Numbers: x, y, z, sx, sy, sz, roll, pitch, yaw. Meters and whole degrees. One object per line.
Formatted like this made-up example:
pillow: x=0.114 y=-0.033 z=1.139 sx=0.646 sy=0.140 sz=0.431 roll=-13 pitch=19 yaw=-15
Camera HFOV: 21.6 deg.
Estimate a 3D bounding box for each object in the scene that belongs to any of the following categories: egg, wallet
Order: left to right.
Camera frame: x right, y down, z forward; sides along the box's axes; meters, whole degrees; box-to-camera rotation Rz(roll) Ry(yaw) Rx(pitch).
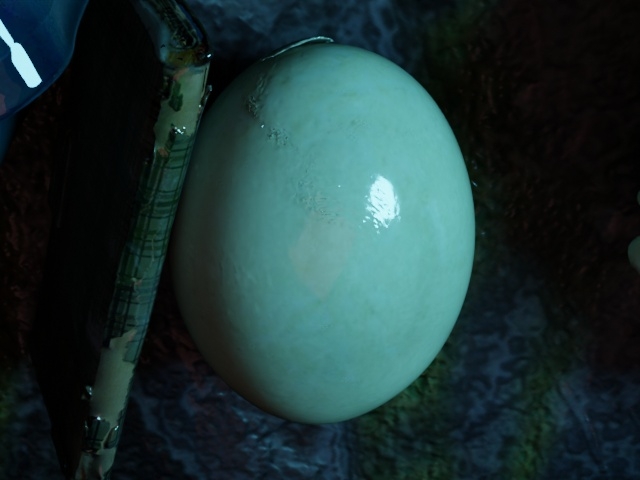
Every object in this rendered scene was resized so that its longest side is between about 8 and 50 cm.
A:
wallet: x=-0.130 y=-0.012 z=1.032 sx=0.044 sy=0.169 sz=0.317 roll=0 pitch=123 yaw=-23
egg: x=0.000 y=0.000 z=1.017 sx=0.186 sy=0.186 sz=0.253 roll=2 pitch=118 yaw=2

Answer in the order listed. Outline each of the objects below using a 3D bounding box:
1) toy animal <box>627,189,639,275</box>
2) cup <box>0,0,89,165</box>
toy animal: x=0.309 y=-0.034 z=0.975 sx=0.269 sy=0.237 sz=0.326 roll=-27 pitch=121 yaw=28
cup: x=-0.269 y=-0.064 z=0.933 sx=0.308 sy=0.292 sz=0.242 roll=1 pitch=121 yaw=4
